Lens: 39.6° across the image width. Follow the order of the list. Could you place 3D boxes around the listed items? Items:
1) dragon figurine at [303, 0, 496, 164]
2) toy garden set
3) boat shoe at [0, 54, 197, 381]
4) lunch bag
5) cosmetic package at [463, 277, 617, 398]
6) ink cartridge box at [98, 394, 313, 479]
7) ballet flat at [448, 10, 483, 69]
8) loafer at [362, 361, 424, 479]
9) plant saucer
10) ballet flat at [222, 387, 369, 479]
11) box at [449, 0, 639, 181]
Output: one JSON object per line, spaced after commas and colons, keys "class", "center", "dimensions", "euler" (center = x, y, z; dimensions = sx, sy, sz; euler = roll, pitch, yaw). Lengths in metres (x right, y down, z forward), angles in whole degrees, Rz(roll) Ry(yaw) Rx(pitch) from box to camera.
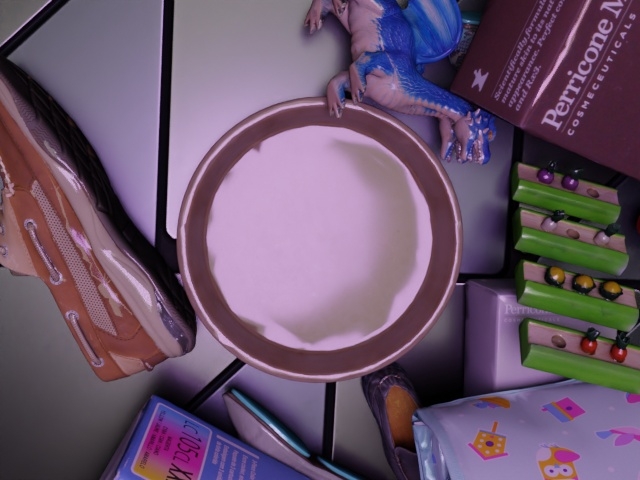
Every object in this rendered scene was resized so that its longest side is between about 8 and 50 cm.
{"class": "dragon figurine", "center": [0.071, -0.195, 0.819], "dimensions": [0.144, 0.085, 0.289], "euler": [-12, 83, -26]}
{"class": "toy garden set", "center": [0.281, 0.026, 0.809], "dimensions": [0.203, 0.244, 0.049], "euler": [14, 136, -6]}
{"class": "boat shoe", "center": [-0.240, -0.010, 0.806], "dimensions": [0.120, 0.122, 0.324], "euler": [-31, 97, 2]}
{"class": "lunch bag", "center": [0.207, 0.237, 0.733], "dimensions": [0.223, 0.262, 0.160], "euler": [-9, 141, -8]}
{"class": "cosmetic package", "center": [0.211, 0.158, 0.871], "dimensions": [0.127, 0.107, 0.238], "euler": [-2, 99, -8]}
{"class": "ink cartridge box", "center": [-0.056, 0.360, 0.815], "dimensions": [0.395, 0.151, 0.270], "euler": [30, 108, -9]}
{"class": "ballet flat", "center": [0.212, -0.193, 0.865], "dimensions": [0.188, 0.070, 0.070], "euler": [-1, 96, -3]}
{"class": "loafer", "center": [0.092, 0.204, 0.885], "dimensions": [0.062, 0.061, 0.170], "euler": [-30, 98, -3]}
{"class": "plant saucer", "center": [0.000, 0.000, 0.868], "dimensions": [0.277, 0.041, 0.278], "euler": [-1, 95, -6]}
{"class": "ballet flat", "center": [-0.021, 0.229, 0.871], "dimensions": [0.213, 0.072, 0.068], "euler": [36, 85, -9]}
{"class": "box", "center": [0.327, -0.136, 0.769], "dimensions": [0.381, 0.143, 0.191], "euler": [18, 106, -23]}
